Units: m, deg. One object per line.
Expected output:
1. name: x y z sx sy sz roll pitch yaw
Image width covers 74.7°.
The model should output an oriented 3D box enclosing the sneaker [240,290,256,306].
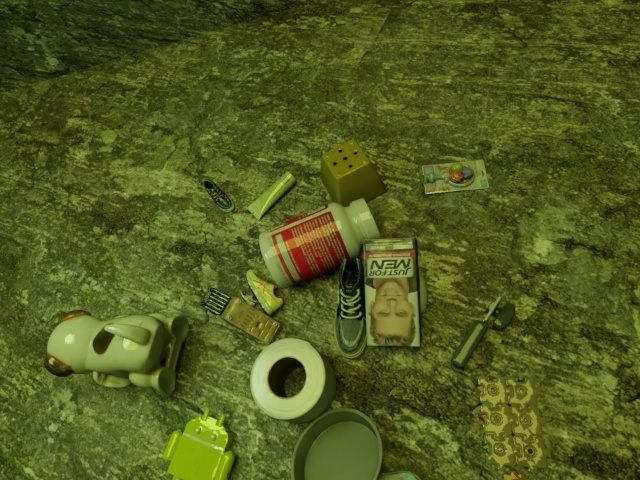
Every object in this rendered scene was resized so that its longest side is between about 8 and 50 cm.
1. sneaker: -0.278 0.223 1.620 0.037 0.032 0.083 -35 63 -21

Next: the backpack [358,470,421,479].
1. backpack: 0.204 0.717 1.169 0.182 0.115 0.151 -13 58 7

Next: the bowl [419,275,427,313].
1. bowl: 0.301 0.183 1.464 0.142 0.053 0.142 -2 62 14

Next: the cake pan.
1. cake pan: 0.052 0.641 1.227 0.293 0.054 0.293 -21 35 16

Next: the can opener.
1. can opener: 0.516 0.292 1.333 0.093 0.074 0.280 36 77 27

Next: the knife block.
1. knife block: -0.308 0.280 1.576 0.276 0.242 0.088 36 72 -18

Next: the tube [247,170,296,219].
1. tube: -0.208 -0.198 1.810 0.240 0.062 0.070 -45 17 -4

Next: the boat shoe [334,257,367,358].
1. boat shoe: 0.100 0.221 1.437 0.127 0.158 0.340 -3 62 14

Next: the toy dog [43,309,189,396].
1. toy dog: -0.732 0.382 1.460 0.408 0.395 0.284 2 72 7

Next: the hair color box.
1. hair color box: 0.238 0.166 1.383 0.174 0.105 0.347 -3 86 16

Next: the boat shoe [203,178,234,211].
1. boat shoe: -0.456 -0.198 1.859 0.065 0.083 0.183 -44 60 -10

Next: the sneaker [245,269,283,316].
1. sneaker: -0.212 0.187 1.597 0.094 0.081 0.208 -30 63 -13

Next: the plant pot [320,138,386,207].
1. plant pot: 0.116 -0.272 1.680 0.212 0.187 0.212 -28 59 0

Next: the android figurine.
1. android figurine: -0.394 0.701 1.380 0.248 0.056 0.272 13 68 21

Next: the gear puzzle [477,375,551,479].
1. gear puzzle: 0.553 0.565 1.200 0.176 0.044 0.338 -3 65 12

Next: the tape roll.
1. tape roll: -0.084 0.456 1.357 0.246 0.169 0.246 -7 62 13

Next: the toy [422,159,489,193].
1. toy: 0.524 -0.260 1.637 0.237 0.056 0.136 -6 63 12

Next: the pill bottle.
1. pill bottle: 0.000 0.000 1.543 0.408 0.229 0.229 -23 59 3
